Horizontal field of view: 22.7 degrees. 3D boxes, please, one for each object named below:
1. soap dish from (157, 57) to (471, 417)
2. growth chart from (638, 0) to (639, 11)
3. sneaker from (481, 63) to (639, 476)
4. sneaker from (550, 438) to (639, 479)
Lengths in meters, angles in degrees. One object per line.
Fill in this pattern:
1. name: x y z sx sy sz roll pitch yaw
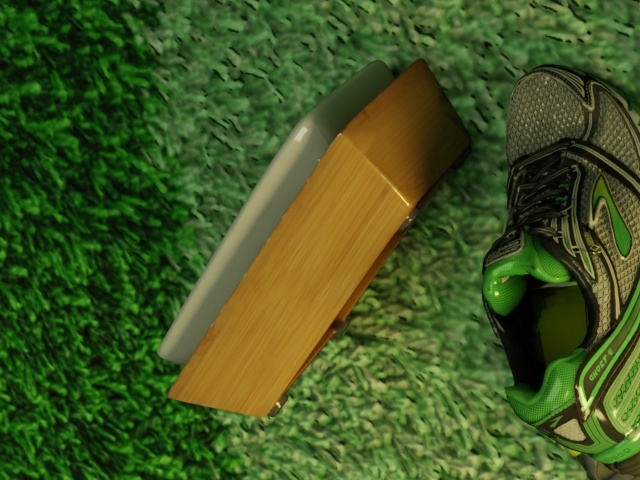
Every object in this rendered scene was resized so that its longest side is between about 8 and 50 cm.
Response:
1. soap dish: 0.000 0.000 1.353 0.118 0.229 0.291 37 118 4
2. growth chart: 0.285 -0.281 1.224 0.172 0.021 0.237 -23 86 34
3. sneaker: 0.192 -0.001 1.210 0.134 0.146 0.344 -35 46 36
4. sneaker: 0.317 0.120 1.240 0.300 0.111 0.121 -35 89 39
